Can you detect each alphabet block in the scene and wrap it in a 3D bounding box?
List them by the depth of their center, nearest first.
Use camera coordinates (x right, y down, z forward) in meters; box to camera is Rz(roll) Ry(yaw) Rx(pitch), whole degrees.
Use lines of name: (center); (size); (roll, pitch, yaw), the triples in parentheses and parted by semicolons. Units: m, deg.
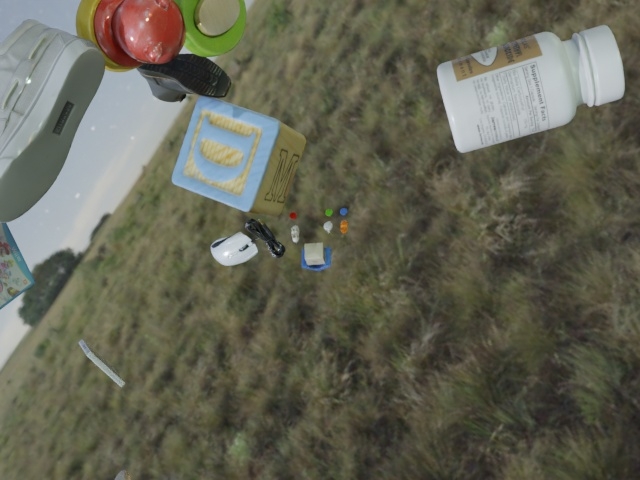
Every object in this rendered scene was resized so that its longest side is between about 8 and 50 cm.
alphabet block: (-0.165, -0.171, 1.464); (0.194, 0.192, 0.197); (-69, -15, 4)

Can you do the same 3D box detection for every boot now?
boot: (-0.390, -0.158, 0.907); (0.258, 0.123, 0.095); (-62, -16, -6)
boot: (-0.262, -0.308, 1.393); (0.137, 0.197, 0.077); (85, -150, -70)

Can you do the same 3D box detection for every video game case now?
video game case: (-0.526, 0.054, 1.096); (0.015, 0.119, 0.166); (-11, 21, 20)
video game case: (-0.401, 0.223, 1.281); (0.011, 0.087, 0.122); (-46, 20, -16)

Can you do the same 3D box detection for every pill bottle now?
pill bottle: (0.287, -0.213, 0.969); (0.229, 0.131, 0.131); (-14, 29, 14)

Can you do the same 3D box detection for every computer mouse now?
computer mouse: (-0.176, 0.019, 1.558); (0.193, 0.106, 0.042); (-22, 27, 37)

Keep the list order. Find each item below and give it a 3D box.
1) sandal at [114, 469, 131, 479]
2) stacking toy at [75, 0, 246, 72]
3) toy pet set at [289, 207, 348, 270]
sandal: (-0.265, 0.437, 0.976); (0.088, 0.079, 0.240); (14, 90, 63)
stacking toy: (-0.185, -0.389, 0.978); (0.130, 0.279, 0.309); (15, 108, 43)
toy pet set: (0.000, 0.000, 1.468); (0.065, 0.122, 0.114); (68, -160, -67)
